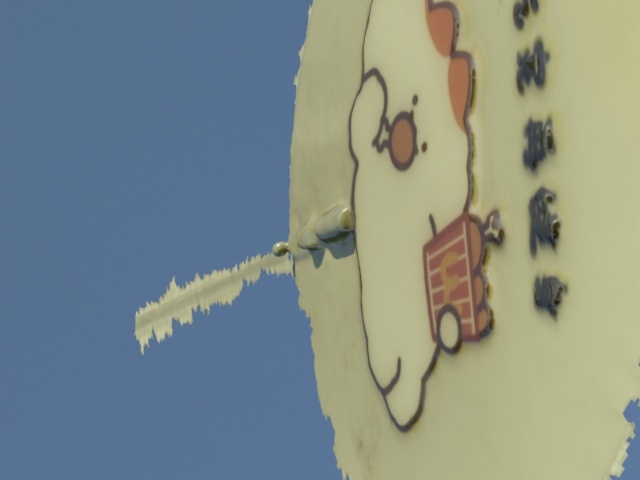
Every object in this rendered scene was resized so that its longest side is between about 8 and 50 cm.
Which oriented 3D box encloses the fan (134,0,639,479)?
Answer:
[{"bbox_3d":[-0.001,0.000,0.514,0.009,0.329,0.191,-1,-99,-24],"label":"fan"}]
